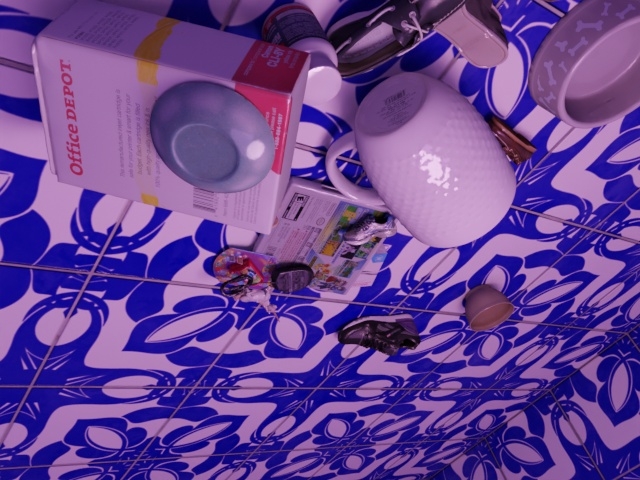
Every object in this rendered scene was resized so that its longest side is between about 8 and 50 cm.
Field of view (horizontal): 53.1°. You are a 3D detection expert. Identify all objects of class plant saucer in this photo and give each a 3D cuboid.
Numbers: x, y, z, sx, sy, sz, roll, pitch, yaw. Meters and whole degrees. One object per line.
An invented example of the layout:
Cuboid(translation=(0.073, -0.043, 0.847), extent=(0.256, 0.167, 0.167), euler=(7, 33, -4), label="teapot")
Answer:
Cuboid(translation=(-0.166, -0.138, 0.952), extent=(0.195, 0.037, 0.194), euler=(7, 132, 8), label="plant saucer")

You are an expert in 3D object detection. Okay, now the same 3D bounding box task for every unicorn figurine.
Cuboid(translation=(-0.166, 0.152, 1.761), extent=(0.162, 0.060, 0.111), euler=(16, 131, -20), label="unicorn figurine")

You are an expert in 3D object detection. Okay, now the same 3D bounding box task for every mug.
Cuboid(translation=(0.187, -0.174, 1.386), extent=(0.374, 0.276, 0.328), euler=(-13, 141, 32), label="mug")

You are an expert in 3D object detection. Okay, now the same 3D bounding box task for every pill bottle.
Cuboid(translation=(-0.030, -0.324, 1.125), extent=(0.108, 0.180, 0.108), euler=(-15, 142, -12), label="pill bottle")

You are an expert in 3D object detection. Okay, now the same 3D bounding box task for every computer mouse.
Cuboid(translation=(-0.134, 0.101, 1.616), extent=(0.242, 0.041, 0.071), euler=(-6, 121, -17), label="computer mouse")

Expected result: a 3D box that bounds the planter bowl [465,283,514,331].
Cuboid(translation=(0.557, 0.219, 2.174), extent=(0.162, 0.109, 0.162), euler=(-15, 143, -12), label="planter bowl")

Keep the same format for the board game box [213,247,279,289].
Cuboid(translation=(-0.188, 0.085, 1.623), extent=(0.169, 0.033, 0.133), euler=(13, 132, -16), label="board game box")

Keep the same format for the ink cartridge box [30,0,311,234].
Cuboid(translation=(-0.234, -0.200, 1.047), extent=(0.385, 0.160, 0.279), euler=(14, 133, 1), label="ink cartridge box")

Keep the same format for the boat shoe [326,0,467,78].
Cuboid(translation=(0.141, -0.379, 1.141), extent=(0.303, 0.091, 0.114), euler=(-23, 142, 35), label="boat shoe")

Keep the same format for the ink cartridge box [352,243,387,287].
Cuboid(translation=(0.106, 0.077, 1.797), extent=(0.104, 0.060, 0.180), euler=(-4, 139, -22), label="ink cartridge box")

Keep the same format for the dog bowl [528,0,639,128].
Cuboid(translation=(0.657, -0.403, 1.459), extent=(0.349, 0.102, 0.348), euler=(-15, 144, -11), label="dog bowl")

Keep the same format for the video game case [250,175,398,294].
Cuboid(translation=(0.000, 0.000, 1.617), extent=(0.300, 0.036, 0.329), euler=(14, 131, -22), label="video game case")

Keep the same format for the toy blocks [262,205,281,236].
Cuboid(translation=(-0.153, -0.069, 1.470), extent=(0.123, 0.054, 0.148), euler=(3, 136, -13), label="toy blocks")

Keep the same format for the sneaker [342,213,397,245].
Cuboid(translation=(0.115, -0.033, 1.548), extent=(0.135, 0.052, 0.058), euler=(-16, 126, -3), label="sneaker")

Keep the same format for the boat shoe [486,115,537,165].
Cuboid(translation=(0.463, -0.239, 1.583), extent=(0.207, 0.073, 0.073), euler=(22, 123, -43), label="boat shoe")

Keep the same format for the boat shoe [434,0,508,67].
Cuboid(translation=(0.251, -0.450, 1.211), extent=(0.112, 0.095, 0.335), euler=(-19, 147, 36), label="boat shoe")

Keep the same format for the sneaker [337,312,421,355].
Cuboid(translation=(0.200, 0.318, 2.096), extent=(0.284, 0.124, 0.107), euler=(-6, 140, -21), label="sneaker")
